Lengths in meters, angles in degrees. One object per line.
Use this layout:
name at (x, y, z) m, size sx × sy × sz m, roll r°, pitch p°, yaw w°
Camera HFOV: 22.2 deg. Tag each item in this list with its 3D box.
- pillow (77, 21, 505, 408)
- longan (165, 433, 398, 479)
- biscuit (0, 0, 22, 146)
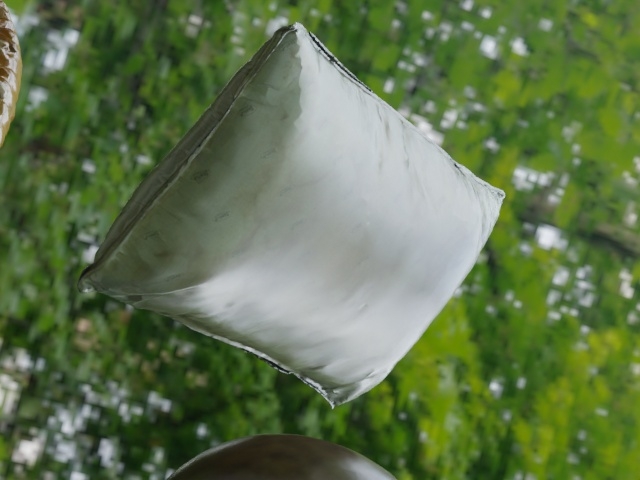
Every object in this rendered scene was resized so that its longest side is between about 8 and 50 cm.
pillow at (0.000, 0.000, 0.974) m, size 0.075 × 0.302 × 0.185 m, roll 40°, pitch -85°, yaw 34°
longan at (-0.012, 0.190, 0.861) m, size 0.167 × 0.187 × 0.167 m, roll -41°, pitch -149°, yaw 31°
biscuit at (-0.267, -0.033, 0.693) m, size 0.305 × 0.038 × 0.305 m, roll -15°, pitch -142°, yaw 12°
